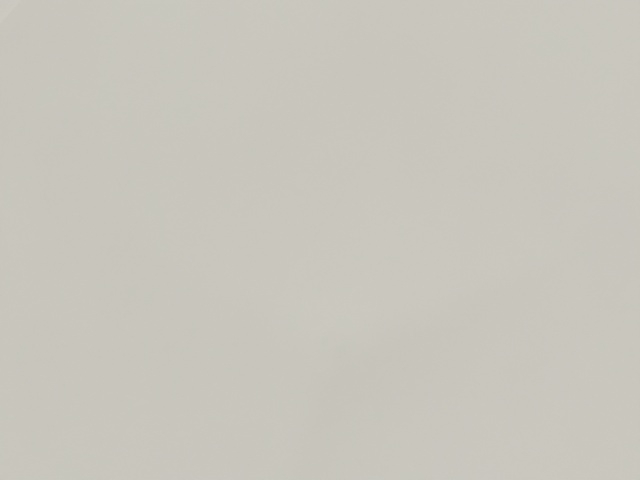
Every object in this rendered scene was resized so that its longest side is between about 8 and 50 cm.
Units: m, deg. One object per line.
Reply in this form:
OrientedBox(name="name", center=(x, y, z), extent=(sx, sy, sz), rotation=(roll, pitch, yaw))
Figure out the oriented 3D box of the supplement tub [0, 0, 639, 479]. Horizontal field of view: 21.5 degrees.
OrientedBox(name="supplement tub", center=(0.000, 0.000, 0.481), extent=(0.241, 0.331, 0.241), rotation=(0, 98, -1))
